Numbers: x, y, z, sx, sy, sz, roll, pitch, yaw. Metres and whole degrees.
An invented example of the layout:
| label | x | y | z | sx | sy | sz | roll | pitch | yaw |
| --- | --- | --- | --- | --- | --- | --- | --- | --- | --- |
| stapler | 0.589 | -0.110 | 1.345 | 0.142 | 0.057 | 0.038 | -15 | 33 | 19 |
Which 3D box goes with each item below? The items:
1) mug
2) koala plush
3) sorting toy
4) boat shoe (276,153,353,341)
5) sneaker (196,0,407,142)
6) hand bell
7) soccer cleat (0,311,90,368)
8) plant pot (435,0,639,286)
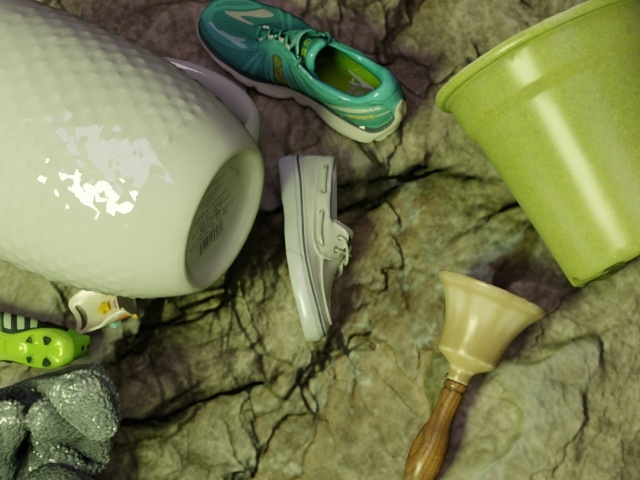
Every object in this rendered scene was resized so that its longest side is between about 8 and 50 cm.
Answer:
| label | x | y | z | sx | sy | sz | roll | pitch | yaw |
| --- | --- | --- | --- | --- | --- | --- | --- | --- | --- |
| mug | -0.217 | -0.104 | 1.734 | 0.328 | 0.276 | 0.374 | 23 | 36 | 19 |
| koala plush | -0.279 | 0.254 | 1.670 | 0.196 | 0.203 | 0.221 | -17 | 91 | -2 |
| sorting toy | -0.249 | 0.073 | 1.786 | 0.075 | 0.045 | 0.083 | -27 | 50 | 10 |
| boat shoe | 0.000 | 0.000 | 1.769 | 0.076 | 0.083 | 0.226 | -9 | 69 | 2 |
| sneaker | -0.019 | -0.217 | 1.837 | 0.275 | 0.110 | 0.107 | 27 | 74 | 14 |
| hand bell | 0.143 | 0.166 | 1.704 | 0.126 | 0.126 | 0.242 | 21 | 85 | 11 |
| soccer cleat | -0.339 | 0.109 | 1.773 | 0.179 | 0.072 | 0.060 | 12 | 99 | 28 |
| plant pot | 0.300 | -0.098 | 1.707 | 0.276 | 0.276 | 0.254 | -23 | 81 | -4 |
